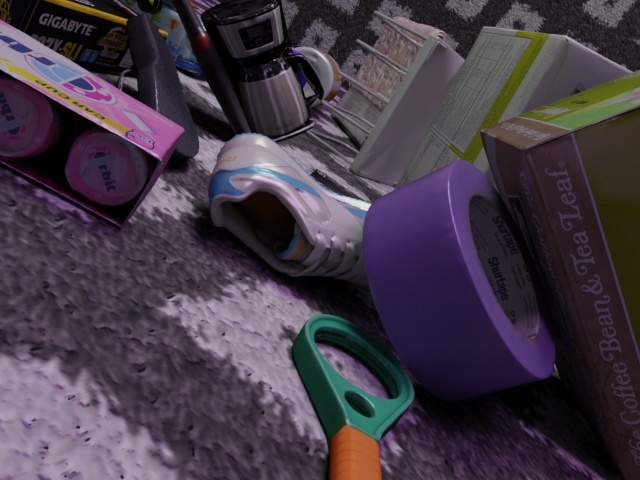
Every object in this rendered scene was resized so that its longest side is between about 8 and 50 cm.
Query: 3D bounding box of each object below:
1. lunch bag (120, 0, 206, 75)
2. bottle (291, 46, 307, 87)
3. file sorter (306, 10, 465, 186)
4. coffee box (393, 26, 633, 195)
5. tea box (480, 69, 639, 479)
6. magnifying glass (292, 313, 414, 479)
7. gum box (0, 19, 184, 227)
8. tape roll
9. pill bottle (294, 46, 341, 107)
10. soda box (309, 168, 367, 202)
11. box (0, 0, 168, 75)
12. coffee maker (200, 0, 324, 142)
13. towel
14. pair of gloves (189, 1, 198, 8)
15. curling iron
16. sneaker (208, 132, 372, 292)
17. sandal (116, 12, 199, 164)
[{"bbox_3d":[-0.262,-0.378,1.097,0.219,0.090,0.176,33,18,-3],"label":"lunch bag"},{"bbox_3d":[-0.147,-0.413,1.362,0.283,0.118,0.092,43,19,27],"label":"bottle"},{"bbox_3d":[0.129,-0.276,1.221,0.173,0.278,0.193,41,18,28],"label":"file sorter"},{"bbox_3d":[0.348,-0.091,0.948,0.337,0.338,0.334,24,17,-11],"label":"coffee box"},{"bbox_3d":[0.369,-0.002,0.596,0.220,0.323,0.329,-74,144,-75],"label":"tea box"},{"bbox_3d":[0.021,0.107,0.376,0.092,0.026,0.231,32,17,-7],"label":"magnifying glass"},{"bbox_3d":[-0.204,-0.096,0.457,0.188,0.062,0.107,30,17,-13],"label":"gum box"},{"bbox_3d":[0.120,0.033,0.523,0.189,0.080,0.189,39,38,-39],"label":"tape roll"},{"bbox_3d":[-0.021,-0.394,1.513,0.136,0.136,0.246,34,16,0],"label":"pill bottle"},{"bbox_3d":[0.047,-0.011,0.706,0.169,0.053,0.060,33,17,0],"label":"soda box"},{"bbox_3d":[-0.380,-0.318,0.733,0.322,0.079,0.257,36,18,7],"label":"box"},{"bbox_3d":[-0.095,-0.238,0.858,0.120,0.178,0.171,-34,34,-29],"label":"coffee maker"},{"bbox_3d":[0.153,-0.395,1.532,0.053,0.317,0.332,27,17,-23],"label":"towel"},{"bbox_3d":[-0.250,-0.409,1.033,0.083,0.010,0.074,37,17,25],"label":"pair of gloves"},{"bbox_3d":[-0.157,-0.233,0.787,0.274,0.068,0.035,57,16,-18],"label":"curling iron"},{"bbox_3d":[0.000,0.000,0.561,0.228,0.087,0.092,29,36,-17],"label":"sneaker"},{"bbox_3d":[-0.182,-0.158,0.672,0.254,0.054,0.097,-113,177,-48],"label":"sandal"}]
